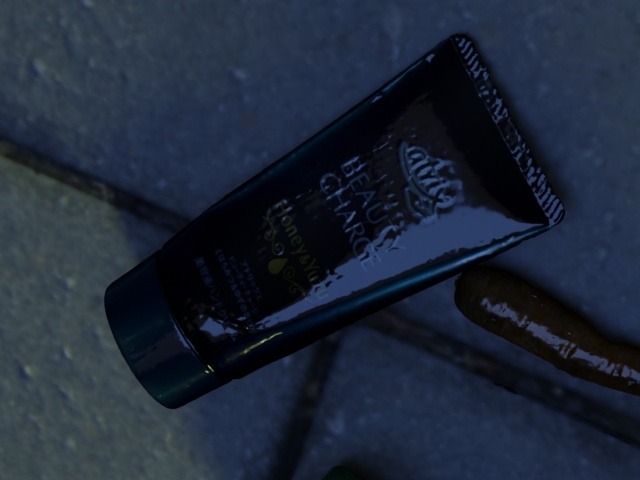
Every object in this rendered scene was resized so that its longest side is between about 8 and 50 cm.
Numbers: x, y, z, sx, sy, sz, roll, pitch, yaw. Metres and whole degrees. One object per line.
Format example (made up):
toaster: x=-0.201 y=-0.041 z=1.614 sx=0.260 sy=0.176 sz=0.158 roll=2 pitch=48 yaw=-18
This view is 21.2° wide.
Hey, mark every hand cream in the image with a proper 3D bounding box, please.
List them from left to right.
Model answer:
hand cream: x=0.000 y=0.000 z=0.980 sx=0.270 sy=0.061 sz=0.120 roll=-31 pitch=80 yaw=20

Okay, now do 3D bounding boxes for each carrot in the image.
carrot: x=0.147 y=0.060 z=0.947 sx=0.165 sy=0.035 sz=0.036 roll=29 pitch=113 yaw=10

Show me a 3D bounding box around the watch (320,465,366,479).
watch: x=0.021 y=0.228 z=1.008 sx=0.152 sy=0.131 sz=0.165 roll=41 pitch=112 yaw=-13
